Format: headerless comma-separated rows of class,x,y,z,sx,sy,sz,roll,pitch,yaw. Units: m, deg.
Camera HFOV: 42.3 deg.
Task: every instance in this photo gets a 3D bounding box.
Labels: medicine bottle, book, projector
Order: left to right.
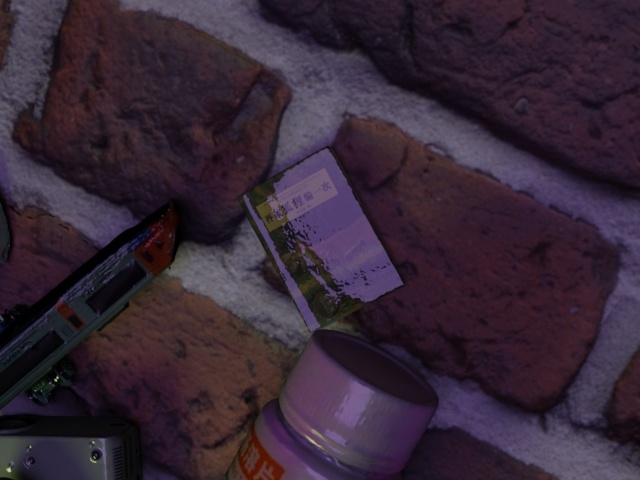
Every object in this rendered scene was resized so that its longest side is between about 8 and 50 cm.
projector,-0.405,0.374,1.254,0.251,0.108,0.198,0,95,10
medicine bottle,-0.015,0.332,1.126,0.219,0.219,0.388,29,101,6
book,0.000,0.000,1.189,0.160,0.024,0.228,-28,91,14

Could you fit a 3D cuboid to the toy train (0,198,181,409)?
toy train,-0.347,0.100,1.190,0.409,0.086,0.089,-40,105,-3

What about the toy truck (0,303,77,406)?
toy truck,-0.451,0.178,1.257,0.080,0.078,0.154,-40,89,13

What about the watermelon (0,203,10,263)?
watermelon,-0.524,-0.017,1.259,0.101,0.080,0.155,13,82,-1

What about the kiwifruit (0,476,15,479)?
kiwifruit,-0.433,0.390,1.170,0.075,0.075,0.124,-44,92,11
